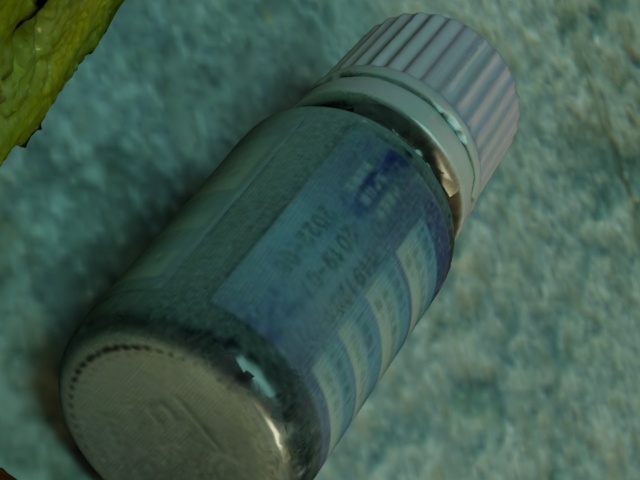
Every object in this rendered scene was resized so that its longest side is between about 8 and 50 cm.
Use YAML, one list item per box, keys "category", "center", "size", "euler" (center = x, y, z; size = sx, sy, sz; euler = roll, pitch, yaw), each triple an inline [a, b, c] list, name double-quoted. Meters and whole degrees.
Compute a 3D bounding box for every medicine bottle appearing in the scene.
- category: "medicine bottle"
  center: [0.000, 0.000, 0.624]
  size: [0.083, 0.083, 0.203]
  euler: [53, 44, -15]

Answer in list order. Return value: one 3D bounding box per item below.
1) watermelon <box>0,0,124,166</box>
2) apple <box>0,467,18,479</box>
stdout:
- category: "watermelon"
  center: [-0.117, -0.044, 0.520]
  size: [0.129, 0.123, 0.301]
  euler: [64, 37, -36]
- category: "apple"
  center: [-0.111, 0.155, 0.312]
  size: [0.251, 0.163, 0.293]
  euler: [38, 65, -14]
